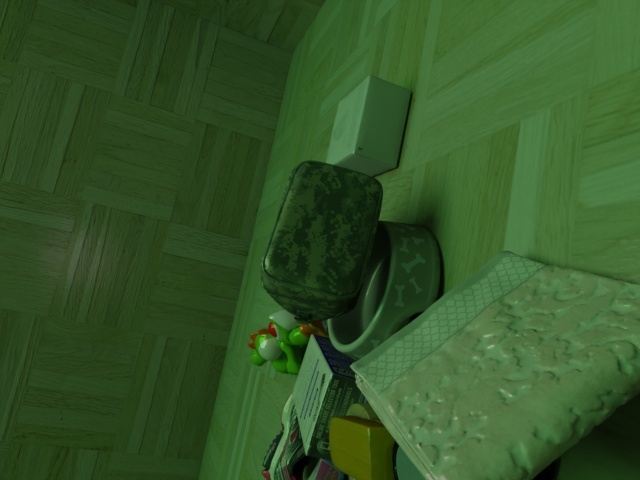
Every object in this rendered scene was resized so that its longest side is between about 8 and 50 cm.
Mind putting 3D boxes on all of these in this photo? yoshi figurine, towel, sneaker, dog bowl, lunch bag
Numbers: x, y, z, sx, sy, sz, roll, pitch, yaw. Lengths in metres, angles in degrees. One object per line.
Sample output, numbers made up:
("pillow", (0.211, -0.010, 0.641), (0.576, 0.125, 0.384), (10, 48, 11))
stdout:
("yoshi figurine", (-0.078, 0.320, 1.556), (0.362, 0.204, 0.203), (-42, 77, 37))
("towel", (0.218, 0.138, 0.599), (0.332, 0.053, 0.317), (-34, 17, -9))
("sneaker", (-0.050, 0.538, 1.351), (0.112, 0.121, 0.299), (9, 72, 37))
("dog bowl", (0.125, 0.113, 1.091), (0.348, 0.102, 0.348), (-55, 23, 39))
("lunch bag", (0.002, 0.012, 1.055), (0.256, 0.213, 0.305), (107, 178, -66))

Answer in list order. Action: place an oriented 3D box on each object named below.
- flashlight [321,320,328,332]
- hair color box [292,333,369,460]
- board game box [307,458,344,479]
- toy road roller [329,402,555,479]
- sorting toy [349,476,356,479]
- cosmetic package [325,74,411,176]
("flashlight", (0.022, 0.146, 1.382), (0.304, 0.103, 0.103), (-115, 37, -56))
("hair color box", (0.019, 0.365, 1.169), (0.339, 0.110, 0.185), (-153, 81, -82))
("board game box", (-0.052, 0.684, 1.077), (0.242, 0.064, 0.316), (-66, -5, 30))
("toy road roller", (0.160, 0.372, 0.694), (0.329, 0.203, 0.240), (158, 114, -66))
("sorting toy", (0.126, 0.421, 0.949), (0.196, 0.047, 0.347), (-41, 27, 58))
("cosmetic package", (0.131, -0.310, 1.379), (0.225, 0.138, 0.224), (171, 112, -72))
